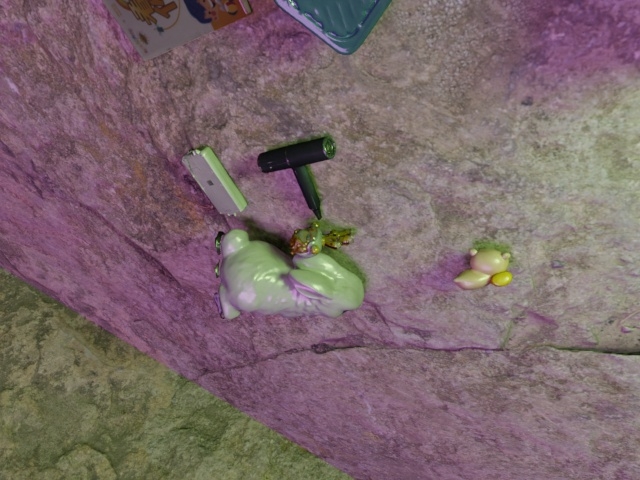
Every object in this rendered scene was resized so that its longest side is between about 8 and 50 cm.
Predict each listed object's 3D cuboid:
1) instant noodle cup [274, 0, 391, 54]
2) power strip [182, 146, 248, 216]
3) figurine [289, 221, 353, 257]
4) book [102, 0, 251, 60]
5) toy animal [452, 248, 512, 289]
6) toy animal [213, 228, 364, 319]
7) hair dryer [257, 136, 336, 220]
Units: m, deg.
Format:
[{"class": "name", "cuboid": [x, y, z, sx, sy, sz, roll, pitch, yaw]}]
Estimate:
[{"class": "instant noodle cup", "cuboid": [0.031, -0.371, 0.668, 0.157, 0.070, 0.179, 36, 141, -9]}, {"class": "power strip", "cuboid": [-0.251, -0.137, 1.139, 0.081, 0.035, 0.192, -4, 130, 37]}, {"class": "figurine", "cuboid": [0.001, -0.003, 1.082, 0.101, 0.143, 0.068, -128, 20, -51]}, {"class": "book", "cuboid": [-0.277, -0.445, 0.828, 0.295, 0.020, 0.208, -4, 132, 36]}, {"class": "toy animal", "cuboid": [0.320, 0.050, 0.952, 0.114, 0.091, 0.082, -11, 99, 25]}, {"class": "toy animal", "cuboid": [-0.074, 0.099, 1.182, 0.356, 0.194, 0.258, 1, 132, 16]}, {"class": "hair dryer", "cuboid": [-0.015, -0.120, 1.002, 0.173, 0.050, 0.195, -5, 134, 38]}]
